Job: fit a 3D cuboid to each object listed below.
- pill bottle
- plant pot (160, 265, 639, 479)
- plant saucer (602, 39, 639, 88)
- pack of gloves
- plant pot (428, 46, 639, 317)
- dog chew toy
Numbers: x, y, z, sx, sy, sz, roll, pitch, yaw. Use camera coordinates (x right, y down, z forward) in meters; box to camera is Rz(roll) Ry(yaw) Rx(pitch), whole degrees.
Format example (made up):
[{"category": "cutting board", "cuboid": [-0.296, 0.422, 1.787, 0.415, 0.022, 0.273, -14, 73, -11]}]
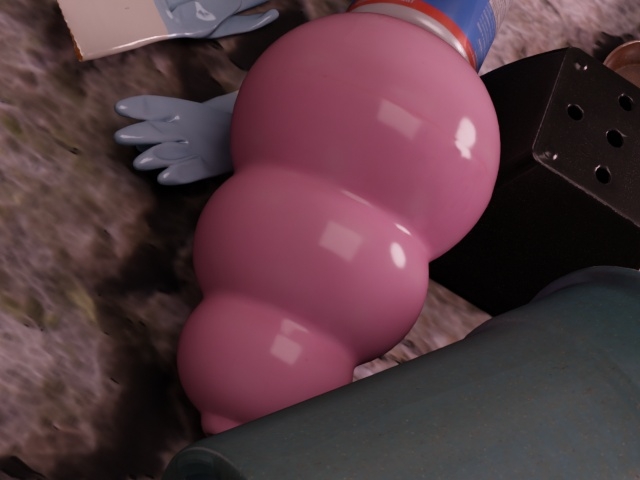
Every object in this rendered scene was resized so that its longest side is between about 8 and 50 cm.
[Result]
[{"category": "pill bottle", "cuboid": [0.105, -0.222, 1.438, 0.124, 0.124, 0.221, 34, 54, -10]}, {"category": "plant pot", "cuboid": [0.089, 0.214, 1.093, 0.334, 0.341, 0.341, -12, 73, -28]}, {"category": "plant saucer", "cuboid": [0.323, -0.109, 1.560, 0.168, 0.029, 0.168, 12, 62, -23]}, {"category": "pack of gloves", "cuboid": [-0.104, -0.137, 1.342, 0.232, 0.046, 0.195, -16, 75, -44]}, {"category": "plant pot", "cuboid": [0.196, -0.047, 1.375, 0.187, 0.167, 0.188, 31, 56, -11]}, {"category": "dog chew toy", "cuboid": [0.000, 0.000, 1.229, 0.206, 0.206, 0.332, 28, 75, -14]}]
